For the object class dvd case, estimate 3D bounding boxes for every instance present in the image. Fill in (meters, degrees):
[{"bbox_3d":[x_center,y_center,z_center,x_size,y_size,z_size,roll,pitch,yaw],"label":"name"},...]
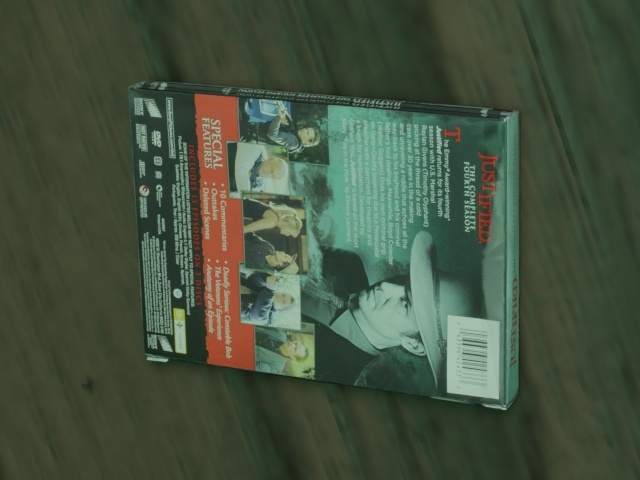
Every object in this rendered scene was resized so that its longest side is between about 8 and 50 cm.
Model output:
[{"bbox_3d":[0.000,0.000,0.551,0.119,0.013,0.087,6,109,25],"label":"dvd case"}]
